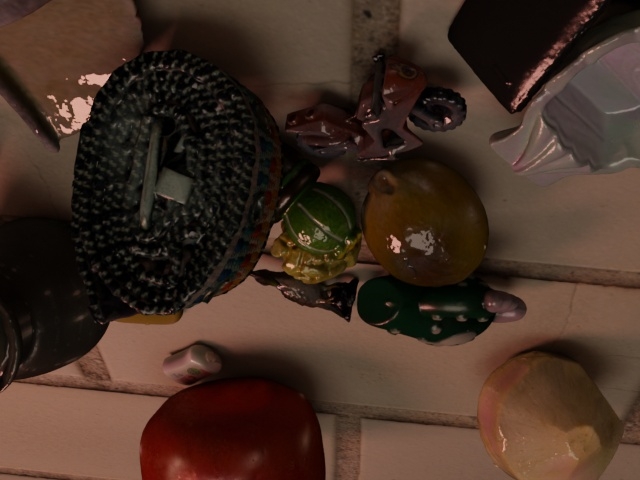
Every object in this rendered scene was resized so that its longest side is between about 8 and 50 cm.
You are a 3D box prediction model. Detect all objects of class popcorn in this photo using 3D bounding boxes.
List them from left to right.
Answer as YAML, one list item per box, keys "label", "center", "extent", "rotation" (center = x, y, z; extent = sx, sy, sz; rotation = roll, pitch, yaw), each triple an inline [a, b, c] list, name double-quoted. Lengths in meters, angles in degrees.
- label: "popcorn"
  center: [0.000, 0.000, 1.212]
  extent: [0.116, 0.120, 0.106]
  rotation: [21, -172, 23]

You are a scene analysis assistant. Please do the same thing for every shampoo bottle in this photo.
- label: "shampoo bottle"
  center: [-0.219, 0.217, 1.580]
  extent: [0.099, 0.043, 0.072]
  rotation: [-27, 134, 37]

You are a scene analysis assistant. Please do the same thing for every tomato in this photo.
- label: "tomato"
  center: [-0.150, 0.386, 1.581]
  extent: [0.325, 0.290, 0.293]
  rotation: [0, 113, -8]

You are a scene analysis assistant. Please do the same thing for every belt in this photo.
- label: "belt"
  center: [-0.153, -0.052, 1.005]
  extent: [0.207, 0.295, 0.160]
  rotation: [5, 180, 10]

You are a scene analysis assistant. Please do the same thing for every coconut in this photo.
- label: "coconut"
  center: [0.361, 0.292, 1.446]
  extent: [0.197, 0.237, 0.237]
  rotation: [-27, 141, -6]

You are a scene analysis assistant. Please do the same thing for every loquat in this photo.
- label: "loquat"
  center: [0.125, -0.024, 1.117]
  extent: [0.152, 0.152, 0.195]
  rotation: [-16, 143, 29]

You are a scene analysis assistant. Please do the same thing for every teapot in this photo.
- label: "teapot"
  center: [-0.420, 0.068, 1.205]
  extent: [0.223, 0.285, 0.305]
  rotation: [23, 109, 7]

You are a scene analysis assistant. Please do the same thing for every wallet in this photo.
- label: "wallet"
  center: [0.207, -0.237, 0.851]
  extent: [0.025, 0.124, 0.244]
  rotation: [-23, 160, -33]

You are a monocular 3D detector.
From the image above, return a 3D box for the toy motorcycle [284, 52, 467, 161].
- label: "toy motorcycle"
  center: [0.053, -0.147, 1.017]
  extent: [0.212, 0.084, 0.118]
  rotation: [-11, 148, 31]

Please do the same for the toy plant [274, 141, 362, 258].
- label: "toy plant"
  center: [-0.020, -0.045, 1.117]
  extent: [0.162, 0.093, 0.093]
  rotation: [40, 140, 3]

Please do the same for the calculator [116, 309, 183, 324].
- label: "calculator"
  center: [-0.298, 0.074, 1.412]
  extent: [0.157, 0.033, 0.236]
  rotation: [1, 145, 7]

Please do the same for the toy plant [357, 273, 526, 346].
- label: "toy plant"
  center: [0.165, 0.092, 1.265]
  extent: [0.233, 0.112, 0.243]
  rotation: [-1, 172, 21]

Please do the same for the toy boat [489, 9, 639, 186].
- label: "toy boat"
  center: [0.317, -0.156, 0.940]
  extent: [0.290, 0.100, 0.199]
  rotation: [-28, 130, 37]

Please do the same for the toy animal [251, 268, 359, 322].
- label: "toy animal"
  center: [-0.024, 0.075, 1.341]
  extent: [0.202, 0.070, 0.105]
  rotation: [18, 161, -20]

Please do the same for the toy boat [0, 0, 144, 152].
- label: "toy boat"
  center: [-0.308, -0.231, 0.964]
  extent: [0.276, 0.111, 0.293]
  rotation: [-19, 148, 32]
